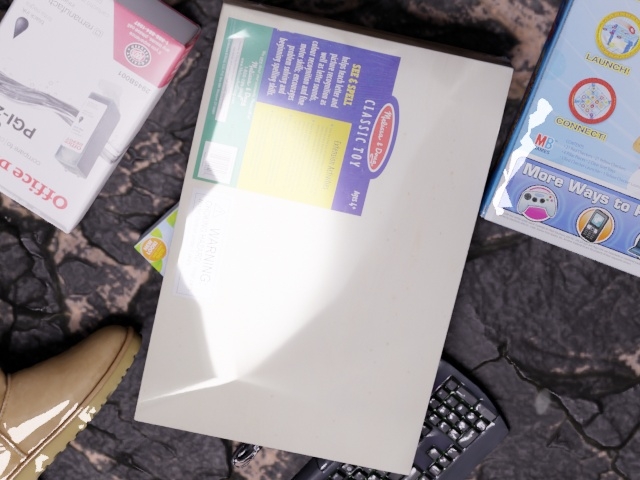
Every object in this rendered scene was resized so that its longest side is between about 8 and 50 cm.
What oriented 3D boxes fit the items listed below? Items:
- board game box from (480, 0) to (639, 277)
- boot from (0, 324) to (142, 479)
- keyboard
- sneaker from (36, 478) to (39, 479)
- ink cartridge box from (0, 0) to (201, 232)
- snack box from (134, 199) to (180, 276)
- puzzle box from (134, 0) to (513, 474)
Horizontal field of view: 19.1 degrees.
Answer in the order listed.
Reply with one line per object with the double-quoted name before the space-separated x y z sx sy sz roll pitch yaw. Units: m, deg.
"board game box" 0.340 -0.112 1.706 0.308 0.086 0.302 21 108 -1
"boot" -0.336 0.099 1.796 0.269 0.089 0.236 42 79 -12
"keyboard" 0.017 0.224 1.874 0.201 0.033 0.317 41 106 -7
"sneaker" -0.359 0.301 1.909 0.087 0.083 0.221 37 109 -12
"ink cartridge box" -0.236 -0.141 1.749 0.158 0.092 0.218 33 109 -5
"snack box" -0.092 -0.009 1.804 0.141 0.037 0.100 -42 100 15
"puzzle box" 0.000 0.000 1.756 0.272 0.052 0.409 13 105 -4
